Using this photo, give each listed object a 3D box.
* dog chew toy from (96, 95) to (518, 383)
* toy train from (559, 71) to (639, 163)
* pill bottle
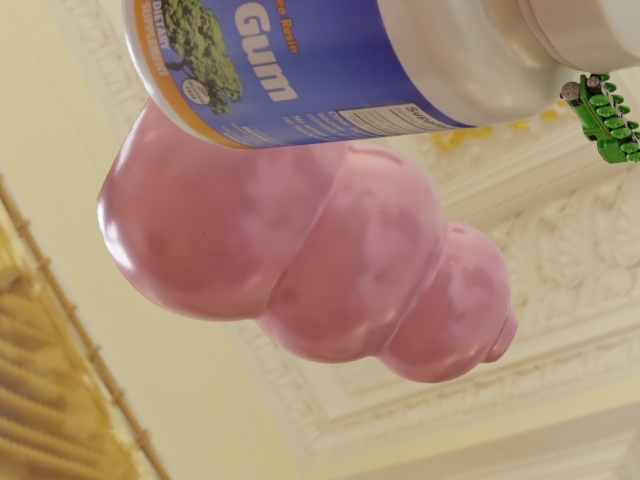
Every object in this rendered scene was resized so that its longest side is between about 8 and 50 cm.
[{"bbox_3d":[0.000,0.000,1.094,0.332,0.206,0.206,28,-46,-6],"label":"dog chew toy"},{"bbox_3d":[0.134,-0.057,0.673,0.024,0.083,0.017,-6,-112,26],"label":"toy train"},{"bbox_3d":[0.042,-0.128,0.700,0.272,0.152,0.152,-3,-70,43],"label":"pill bottle"}]
